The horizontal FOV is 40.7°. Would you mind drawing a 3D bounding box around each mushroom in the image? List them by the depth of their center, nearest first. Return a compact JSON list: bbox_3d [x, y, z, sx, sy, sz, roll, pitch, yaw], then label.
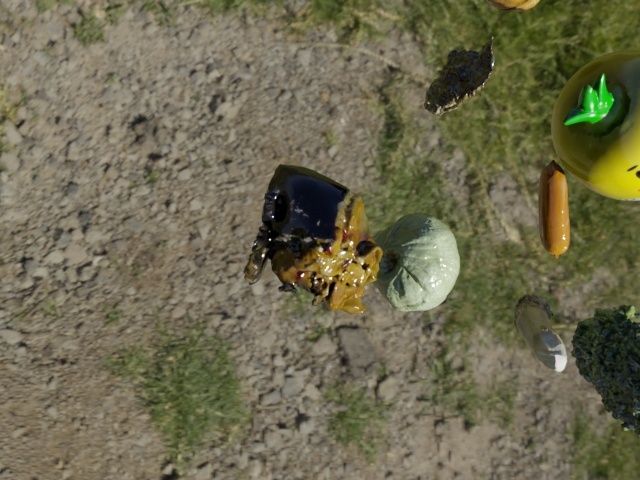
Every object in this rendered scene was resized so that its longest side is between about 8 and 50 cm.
[{"bbox_3d":[0.394,0.169,1.550,0.071,0.209,0.084,9,109,-1],"label":"mushroom"}]

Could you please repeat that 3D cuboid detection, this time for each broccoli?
[{"bbox_3d":[0.608,0.258,1.540,0.272,0.334,0.323,-9,95,2],"label":"broccoli"}]

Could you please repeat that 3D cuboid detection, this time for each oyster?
[{"bbox_3d":[0.237,-0.279,1.484,0.056,0.177,0.105,20,58,-23],"label":"oyster"}]

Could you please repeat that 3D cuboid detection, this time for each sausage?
[{"bbox_3d":[0.424,-0.054,1.571,0.054,0.062,0.183,-16,108,-37],"label":"sausage"}]

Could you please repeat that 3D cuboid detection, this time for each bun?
[{"bbox_3d":[0.163,0.042,1.617,0.118,0.195,0.195,0,79,-35],"label":"bun"}]

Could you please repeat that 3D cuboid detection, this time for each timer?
[{"bbox_3d":[0.510,-0.211,1.490,0.285,0.285,0.285,9,74,-35],"label":"timer"}]

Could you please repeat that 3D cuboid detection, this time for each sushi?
[{"bbox_3d":[-0.003,0.007,1.356,0.204,0.213,0.199,20,76,7],"label":"sushi"}]

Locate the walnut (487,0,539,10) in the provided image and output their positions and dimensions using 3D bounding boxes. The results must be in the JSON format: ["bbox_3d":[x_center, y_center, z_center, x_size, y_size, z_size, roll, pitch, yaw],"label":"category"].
[{"bbox_3d":[0.356,-0.508,1.629,0.144,0.144,0.180,15,41,-34],"label":"walnut"}]
